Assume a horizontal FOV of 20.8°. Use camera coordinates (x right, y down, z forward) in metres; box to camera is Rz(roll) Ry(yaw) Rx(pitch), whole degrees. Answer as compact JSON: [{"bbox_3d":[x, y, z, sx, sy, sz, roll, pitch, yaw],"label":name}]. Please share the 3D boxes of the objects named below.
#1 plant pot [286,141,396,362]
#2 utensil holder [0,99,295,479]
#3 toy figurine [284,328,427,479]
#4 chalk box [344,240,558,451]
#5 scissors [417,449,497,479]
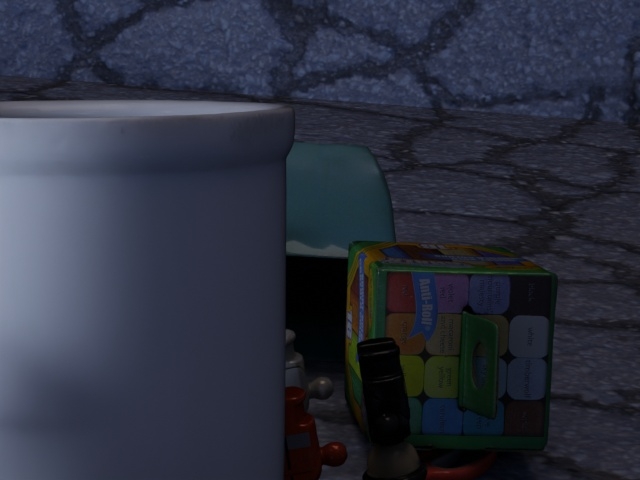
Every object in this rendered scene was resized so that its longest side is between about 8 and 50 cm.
[{"bbox_3d":[0.000,0.000,2.022,0.166,0.165,0.234,2,42,-1],"label":"plant pot"},{"bbox_3d":[-0.181,0.090,1.323,0.328,0.385,0.327,-1,6,0],"label":"utensil holder"},{"bbox_3d":[-0.032,0.178,1.553,0.209,0.148,0.213,2,17,40],"label":"toy figurine"},{"bbox_3d":[0.127,0.105,1.726,0.179,0.180,0.289,2,5,-5],"label":"chalk box"},{"bbox_3d":[0.064,0.229,1.629,0.109,0.021,0.297,12,17,29],"label":"scissors"}]
